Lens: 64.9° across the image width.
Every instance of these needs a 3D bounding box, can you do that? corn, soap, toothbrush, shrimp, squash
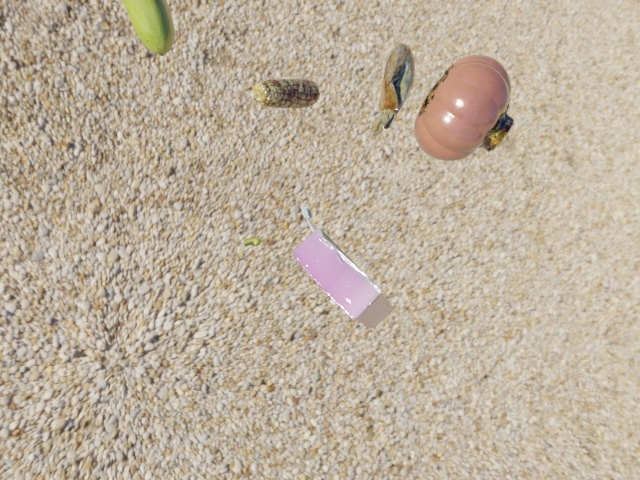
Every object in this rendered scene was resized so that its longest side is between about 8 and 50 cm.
[{"bbox_3d":[-0.096,-0.416,1.428,0.253,0.086,0.086,-24,86,-53],"label":"corn"},{"bbox_3d":[0.055,0.087,1.028,0.081,0.259,0.181,-45,72,1],"label":"soap"},{"bbox_3d":[0.000,0.000,1.577,0.021,0.027,0.269,-40,125,-21],"label":"toothbrush"},{"bbox_3d":[0.232,-0.498,1.653,0.168,0.077,0.317,31,78,-50],"label":"shrimp"},{"bbox_3d":[-0.538,-0.715,1.598,0.132,0.132,0.247,-38,133,-25],"label":"squash"}]

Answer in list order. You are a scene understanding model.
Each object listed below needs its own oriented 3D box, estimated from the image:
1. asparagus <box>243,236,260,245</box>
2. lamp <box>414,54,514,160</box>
[{"bbox_3d":[-0.204,0.006,1.459,0.021,0.108,0.025,26,74,-25],"label":"asparagus"},{"bbox_3d":[0.405,-0.350,1.392,0.240,0.305,0.305,34,67,-1],"label":"lamp"}]
